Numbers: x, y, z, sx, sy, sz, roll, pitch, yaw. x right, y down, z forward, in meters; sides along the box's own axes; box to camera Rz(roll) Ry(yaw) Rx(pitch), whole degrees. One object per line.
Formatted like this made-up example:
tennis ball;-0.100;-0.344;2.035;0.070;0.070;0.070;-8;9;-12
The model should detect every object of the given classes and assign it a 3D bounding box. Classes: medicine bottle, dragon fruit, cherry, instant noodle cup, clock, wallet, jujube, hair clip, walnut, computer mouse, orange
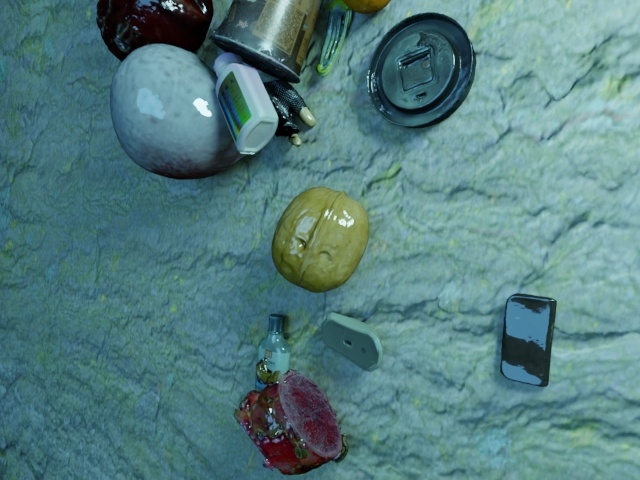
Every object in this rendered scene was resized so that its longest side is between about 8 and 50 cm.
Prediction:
medicine bottle;-0.168;-0.304;0.946;0.115;0.078;0.219;-46;60;44
dragon fruit;-0.075;0.391;0.955;0.147;0.211;0.282;-42;98;17
cherry;-0.344;-0.311;1.085;0.335;0.291;0.326;8;127;35
instant noodle cup;-0.105;-0.489;0.974;0.218;0.217;0.207;31;101;30
clock;0.194;-0.327;0.863;0.215;0.042;0.214;1;91;34
wallet;0.361;0.172;0.771;0.082;0.018;0.156;5;94;34
jujube;-0.452;-0.607;1.186;0.377;0.258;0.258;2;92;33
hair clip;0.031;-0.456;0.977;0.060;0.033;0.188;20;100;30
walnut;0.000;0.000;0.921;0.193;0.193;0.225;41;110;27
computer mouse;0.068;0.213;0.951;0.182;0.056;0.089;18;102;39
orange;0.093;-0.531;0.884;0.136;0.118;0.135;0;89;28
medicine bottle;-0.114;0.285;1.078;0.090;0.054;0.208;7;95;34

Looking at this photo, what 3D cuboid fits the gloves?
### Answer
gloves;-0.093;-0.278;1.019;0.106;0.129;0.180;-38;65;39
